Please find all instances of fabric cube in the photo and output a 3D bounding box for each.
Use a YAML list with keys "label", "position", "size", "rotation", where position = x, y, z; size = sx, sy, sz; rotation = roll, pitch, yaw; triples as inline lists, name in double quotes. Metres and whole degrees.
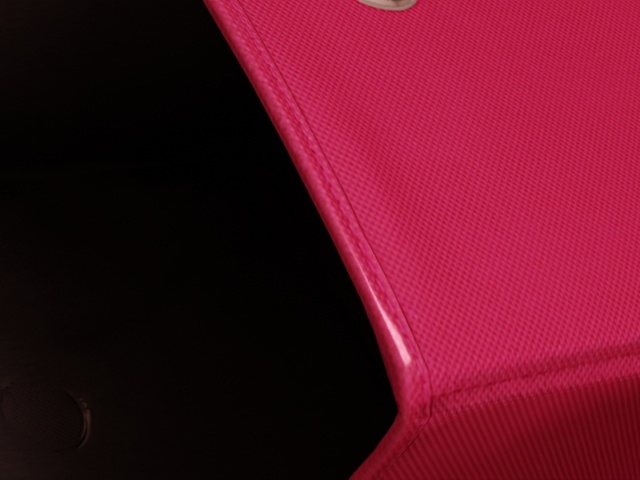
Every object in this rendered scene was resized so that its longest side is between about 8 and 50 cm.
- label: "fabric cube"
  position: [0.000, 0.000, 0.596]
  size: [0.258, 0.259, 0.254]
  rotation: [-6, 57, -41]
